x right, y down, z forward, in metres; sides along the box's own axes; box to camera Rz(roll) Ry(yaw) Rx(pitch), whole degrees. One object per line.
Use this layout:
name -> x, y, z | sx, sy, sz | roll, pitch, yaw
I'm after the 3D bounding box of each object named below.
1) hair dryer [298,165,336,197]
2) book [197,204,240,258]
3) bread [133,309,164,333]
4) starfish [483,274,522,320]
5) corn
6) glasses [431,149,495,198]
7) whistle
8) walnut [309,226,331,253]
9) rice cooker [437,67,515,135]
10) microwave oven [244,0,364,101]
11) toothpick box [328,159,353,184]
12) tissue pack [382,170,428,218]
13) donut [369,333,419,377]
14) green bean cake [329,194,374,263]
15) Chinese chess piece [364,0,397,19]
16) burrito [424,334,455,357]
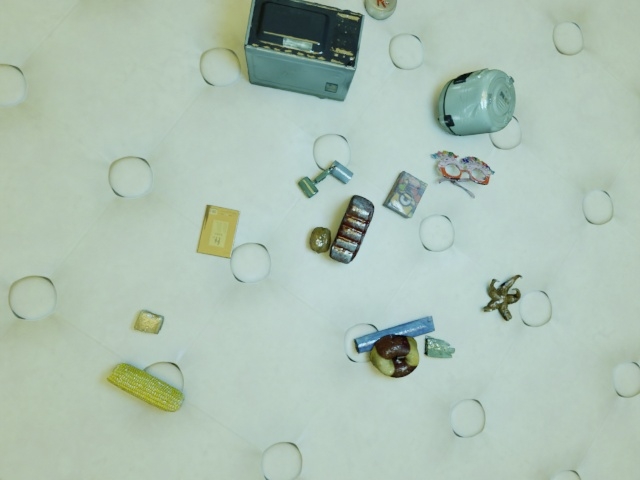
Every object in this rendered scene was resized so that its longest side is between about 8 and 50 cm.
hair dryer -> -0.003, -0.222, 1.424 | 0.150, 0.047, 0.071 | -37, 95, 11
book -> -0.354, -0.031, 1.397 | 0.118, 0.012, 0.172 | 12, 85, -8
bread -> -0.571, 0.273, 1.339 | 0.083, 0.035, 0.070 | 18, 85, -14
starfish -> 0.690, 0.204, 1.514 | 0.146, 0.074, 0.190 | 29, 83, -8
corn -> -0.563, 0.480, 1.307 | 0.248, 0.081, 0.081 | 30, 83, -6
glasses -> 0.539, -0.261, 1.524 | 0.255, 0.095, 0.162 | 12, 58, -7
whistle -> 0.272, 0.340, 1.450 | 0.304, 0.062, 0.062 | -14, 89, -9
walnut -> 0.000, 0.000, 1.419 | 0.079, 0.082, 0.096 | 13, 83, -36
rice cooker -> 0.555, -0.494, 1.445 | 0.226, 0.244, 0.226 | -4, 98, -31
microwave oven -> -0.055, -0.646, 1.341 | 0.355, 0.286, 0.218 | 9, 85, -4
toothpick box -> 0.073, -0.247, 1.453 | 0.083, 0.052, 0.052 | 35, 83, -6
tissue pack -> 0.313, -0.168, 1.482 | 0.108, 0.060, 0.148 | 29, 82, -7
donut -> 0.269, 0.411, 1.410 | 0.184, 0.073, 0.166 | 27, 106, -25
green bean cake -> 0.114, -0.039, 1.412 | 0.097, 0.198, 0.233 | 22, 100, 1
Chinese chess piece -> 0.228, -0.898, 1.508 | 0.122, 0.051, 0.122 | 0, 88, -9
burrito -> 0.442, 0.398, 1.484 | 0.118, 0.044, 0.074 | 11, 82, -4
